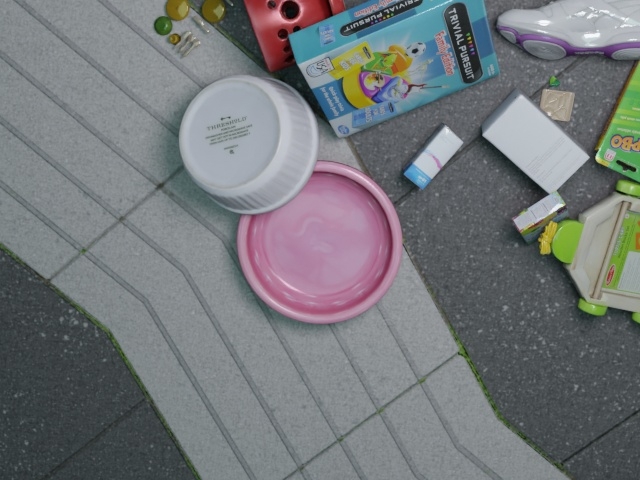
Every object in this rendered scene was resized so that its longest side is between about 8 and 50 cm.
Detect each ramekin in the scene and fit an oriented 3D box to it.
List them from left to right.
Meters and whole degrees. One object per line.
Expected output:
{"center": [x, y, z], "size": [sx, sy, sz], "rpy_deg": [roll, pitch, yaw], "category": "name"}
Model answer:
{"center": [-0.146, -0.189, 1.696], "size": [0.273, 0.127, 0.273], "rpy_deg": [-2, 84, 20], "category": "ramekin"}

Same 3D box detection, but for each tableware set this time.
{"center": [-0.250, -0.444, 1.750], "size": [0.104, 0.024, 0.154], "rpy_deg": [45, 103, -3], "category": "tableware set"}

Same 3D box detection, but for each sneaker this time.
{"center": [0.484, -0.419, 1.672], "size": [0.305, 0.114, 0.152], "rpy_deg": [5, 82, 5], "category": "sneaker"}

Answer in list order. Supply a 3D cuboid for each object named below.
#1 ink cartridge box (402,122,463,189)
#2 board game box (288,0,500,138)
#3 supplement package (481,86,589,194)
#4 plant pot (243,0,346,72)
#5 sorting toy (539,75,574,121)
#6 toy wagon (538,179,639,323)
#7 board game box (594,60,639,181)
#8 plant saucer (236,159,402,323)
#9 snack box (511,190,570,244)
{"center": [0.219, -0.166, 1.742], "size": [0.052, 0.088, 0.122], "rpy_deg": [38, 103, -5], "category": "ink cartridge box"}
{"center": [0.143, -0.338, 1.630], "size": [0.336, 0.254, 0.079], "rpy_deg": [-21, 61, 9], "category": "board game box"}
{"center": [0.409, -0.192, 1.710], "size": [0.179, 0.105, 0.105], "rpy_deg": [41, 110, -6], "category": "supplement package"}
{"center": [-0.048, -0.428, 1.657], "size": [0.174, 0.191, 0.191], "rpy_deg": [-19, 101, -1], "category": "plant pot"}
{"center": [0.461, -0.277, 1.737], "size": [0.062, 0.012, 0.083], "rpy_deg": [9, 107, 7], "category": "sorting toy"}
{"center": [0.582, 0.017, 1.738], "size": [0.344, 0.068, 0.267], "rpy_deg": [12, 103, -9], "category": "toy wagon"}
{"center": [0.624, -0.243, 1.694], "size": [0.124, 0.039, 0.259], "rpy_deg": [25, 88, -1], "category": "board game box"}
{"center": [0.000, 0.000, 1.801], "size": [0.332, 0.084, 0.332], "rpy_deg": [1, 103, 5], "category": "plant saucer"}
{"center": [0.429, -0.042, 1.729], "size": [0.100, 0.141, 0.037], "rpy_deg": [-32, 72, 11], "category": "snack box"}
